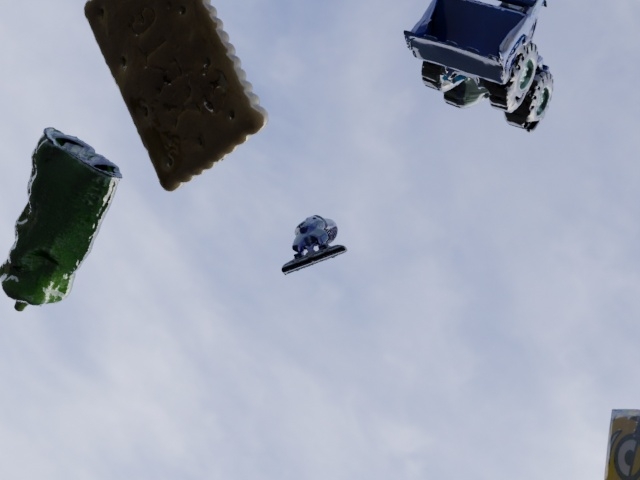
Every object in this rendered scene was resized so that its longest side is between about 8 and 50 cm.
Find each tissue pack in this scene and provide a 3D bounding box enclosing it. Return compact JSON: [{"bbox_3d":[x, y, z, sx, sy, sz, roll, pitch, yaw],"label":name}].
[{"bbox_3d":[0.215,0.136,0.608,0.035,0.063,0.083,15,-12,-21],"label":"tissue pack"}]

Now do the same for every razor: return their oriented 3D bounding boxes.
[{"bbox_3d":[-0.002,-0.004,0.695,0.044,0.154,0.028,-20,-86,6],"label":"razor"}]

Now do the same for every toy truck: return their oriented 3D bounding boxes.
[{"bbox_3d":[0.182,-0.205,1.044,0.113,0.208,0.126,22,-88,26],"label":"toy truck"}]

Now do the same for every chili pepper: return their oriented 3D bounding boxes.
[{"bbox_3d":[-0.382,-0.010,1.394,0.136,0.099,0.270,28,-75,3],"label":"chili pepper"}]

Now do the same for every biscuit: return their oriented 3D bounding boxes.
[{"bbox_3d":[-0.211,-0.248,1.362,0.217,0.044,0.324,-30,-100,32],"label":"biscuit"}]
